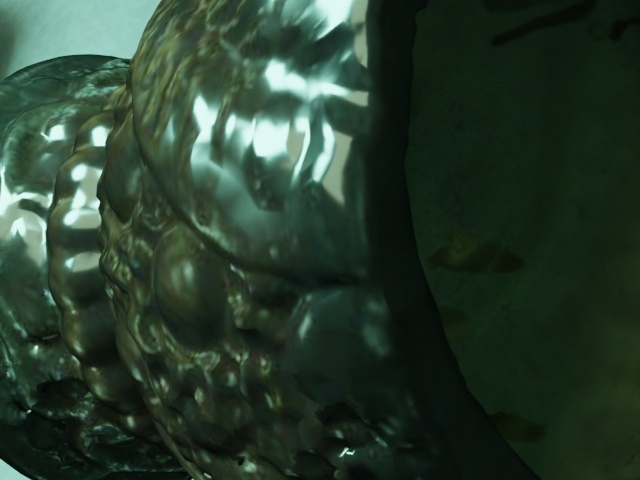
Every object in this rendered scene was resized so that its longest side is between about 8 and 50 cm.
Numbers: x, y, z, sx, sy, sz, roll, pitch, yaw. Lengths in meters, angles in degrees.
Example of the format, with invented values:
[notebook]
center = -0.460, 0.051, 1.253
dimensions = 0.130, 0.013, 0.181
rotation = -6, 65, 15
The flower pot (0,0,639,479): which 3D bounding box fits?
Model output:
[flower pot]
center = 0.000, 0.000, 0.576
dimensions = 0.267, 0.266, 0.266
rotation = -9, 52, 42
